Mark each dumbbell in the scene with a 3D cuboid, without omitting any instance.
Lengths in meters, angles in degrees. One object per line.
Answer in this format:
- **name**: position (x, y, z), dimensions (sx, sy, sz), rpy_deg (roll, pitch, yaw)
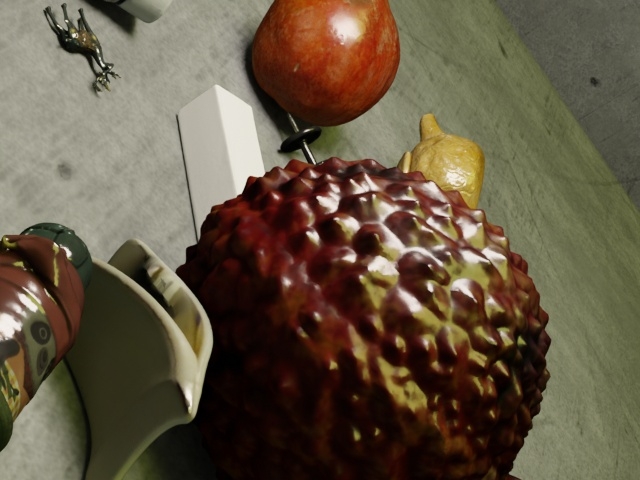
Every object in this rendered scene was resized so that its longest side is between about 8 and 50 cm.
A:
- **dumbbell**: position (-0.017, -0.128, 1.977), dimensions (0.069, 0.069, 0.147), rpy_deg (-7, 68, -62)

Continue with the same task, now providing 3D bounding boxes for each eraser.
- **eraser**: position (-0.117, -0.059, 1.712), dimensions (0.076, 0.078, 0.298), rpy_deg (29, 38, -46)

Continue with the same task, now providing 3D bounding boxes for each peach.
- **peach**: position (0.023, -0.309, 2.029), dimensions (0.232, 0.257, 0.232), rpy_deg (40, 15, -13)

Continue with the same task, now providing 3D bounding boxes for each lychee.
- **lychee**: position (0.059, 0.140, 1.443), dimensions (0.500, 0.424, 0.424), rpy_deg (48, 26, -1)

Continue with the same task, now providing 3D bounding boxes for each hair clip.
- **hair clip**: position (-0.192, 0.112, 1.322), dimensions (0.113, 0.172, 0.282), rpy_deg (9, 42, -48)

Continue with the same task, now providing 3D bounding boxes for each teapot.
- **teapot**: position (0.172, -0.070, 2.165), dimensions (0.203, 0.167, 0.311), rpy_deg (101, 2, -66)

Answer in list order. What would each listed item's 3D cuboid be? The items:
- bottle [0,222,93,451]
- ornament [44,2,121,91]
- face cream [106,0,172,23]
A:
- **bottle**: position (-0.290, 0.071, 1.176), dimensions (0.143, 0.156, 0.271), rpy_deg (45, 33, -13)
- **ornament**: position (-0.296, -0.240, 1.652), dimensions (0.073, 0.028, 0.125), rpy_deg (3, 58, -61)
- **face cream**: position (-0.328, -0.399, 1.712), dimensions (0.314, 0.089, 0.143), rpy_deg (33, 36, -29)
